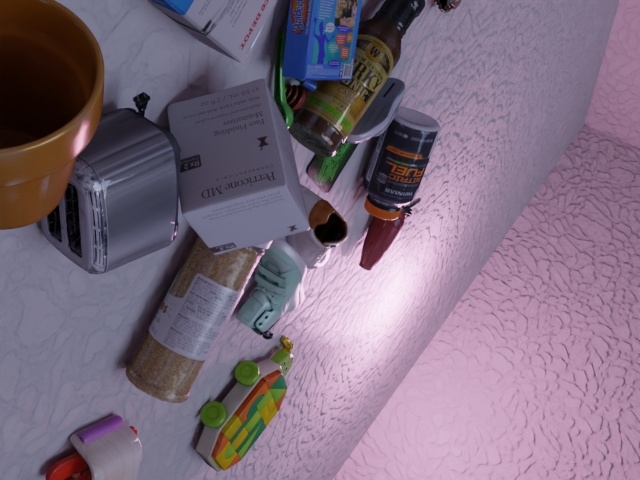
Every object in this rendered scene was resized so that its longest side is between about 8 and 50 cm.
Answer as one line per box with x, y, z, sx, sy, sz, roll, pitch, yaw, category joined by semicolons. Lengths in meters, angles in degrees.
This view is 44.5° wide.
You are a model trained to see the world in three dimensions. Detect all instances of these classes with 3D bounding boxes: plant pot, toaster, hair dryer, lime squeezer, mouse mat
-0.320;-0.112;0.771;0.205;0.205;0.188;-45;169;-32;plant pot
-0.268;-0.065;0.996;0.146;0.129;0.227;-35;148;-42;toaster
0.197;-0.038;2.061;0.293;0.080;0.223;-50;156;-21;hair dryer
-0.102;-0.181;1.294;0.310;0.059;0.110;-60;158;3;lime squeezer
0.041;-0.198;1.638;0.189;0.007;0.152;-58;158;-4;mouse mat

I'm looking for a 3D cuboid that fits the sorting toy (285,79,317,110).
-0.038;-0.273;1.337;0.042;0.061;0.102;27;84;-32;sorting toy

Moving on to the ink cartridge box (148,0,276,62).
-0.138;-0.338;0.987;0.148;0.086;0.203;-61;158;1;ink cartridge box

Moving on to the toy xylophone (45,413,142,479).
-0.425;0.468;1.369;0.236;0.081;0.322;-4;121;-64;toy xylophone

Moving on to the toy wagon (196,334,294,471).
-0.158;0.375;1.833;0.344;0.068;0.267;-50;156;-22;toy wagon

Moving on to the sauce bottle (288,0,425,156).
0.071;-0.317;1.425;0.344;0.111;0.111;-58;157;-9;sauce bottle

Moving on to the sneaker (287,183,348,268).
0.000;0.000;1.642;0.106;0.123;0.290;-55;158;-16;sneaker

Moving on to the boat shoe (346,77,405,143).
0.115;-0.250;1.612;0.226;0.083;0.075;-46;151;-37;boat shoe

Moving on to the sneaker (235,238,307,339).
-0.106;0.101;1.578;0.151;0.094;0.256;-45;152;-25;sneaker

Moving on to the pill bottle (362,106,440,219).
0.175;-0.170;1.789;0.130;0.130;0.245;-27;140;-53;pill bottle

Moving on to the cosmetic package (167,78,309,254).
-0.117;-0.102;1.129;0.151;0.183;0.151;-16;154;5;cosmetic package

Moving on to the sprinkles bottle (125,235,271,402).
-0.202;0.099;1.337;0.355;0.121;0.121;-62;157;5;sprinkles bottle

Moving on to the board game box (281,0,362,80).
0.009;-0.365;1.256;0.160;0.047;0.210;-17;119;-58;board game box

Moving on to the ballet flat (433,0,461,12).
0.256;-0.547;1.576;0.058;0.084;0.250;-55;163;-16;ballet flat
